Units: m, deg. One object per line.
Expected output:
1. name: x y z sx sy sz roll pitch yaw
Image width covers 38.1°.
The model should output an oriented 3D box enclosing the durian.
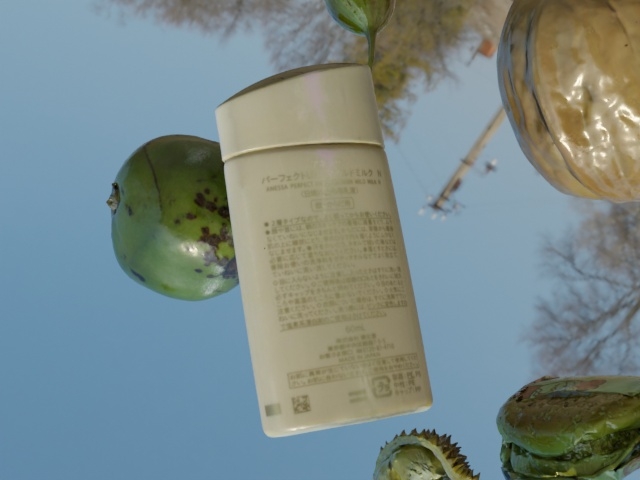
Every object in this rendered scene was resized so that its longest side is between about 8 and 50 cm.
1. durian: 0.139 0.279 1.033 0.102 0.147 0.208 -6 176 -36

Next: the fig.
1. fig: 0.061 -0.267 1.133 0.093 0.093 0.166 -6 -108 -56

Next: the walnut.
1. walnut: 0.296 -0.161 0.967 0.261 0.225 0.225 68 -160 -10

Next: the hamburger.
1. hamburger: 0.301 0.237 1.107 0.235 0.214 0.125 -20 -92 -31

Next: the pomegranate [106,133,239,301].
1. pomegranate: -0.172 -0.028 1.334 0.270 0.254 0.254 20 -156 -13

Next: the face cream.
1. face cream: 0.000 0.000 0.880 0.173 0.081 0.349 -6 -101 -25
